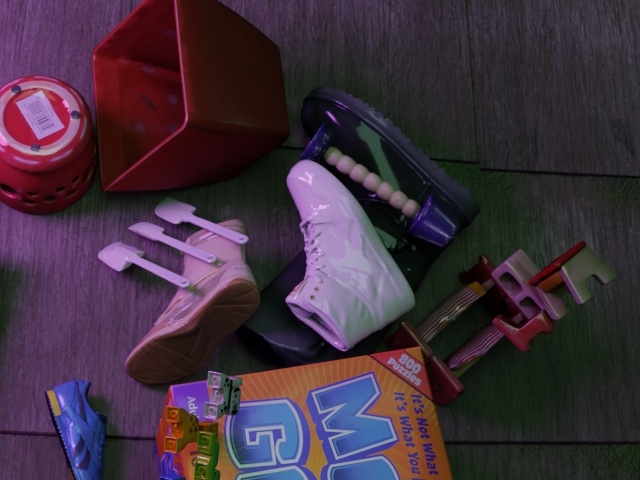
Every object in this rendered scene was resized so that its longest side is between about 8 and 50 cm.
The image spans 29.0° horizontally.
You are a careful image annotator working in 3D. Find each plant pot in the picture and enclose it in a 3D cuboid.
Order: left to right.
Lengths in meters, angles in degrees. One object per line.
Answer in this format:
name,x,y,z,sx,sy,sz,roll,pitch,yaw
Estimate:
plant pot,-0.459,-0.160,2.005,0.191,0.174,0.191,3,69,-8
plant pot,-0.203,-0.231,2.034,0.236,0.267,0.267,10,63,-38

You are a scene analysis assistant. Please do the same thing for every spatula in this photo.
spatula,-0.237,0.008,1.983,0.168,0.019,0.242,-38,39,-26

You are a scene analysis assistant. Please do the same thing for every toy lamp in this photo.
toy lamp,0.098,-0.083,1.988,0.275,0.080,0.080,35,66,-2

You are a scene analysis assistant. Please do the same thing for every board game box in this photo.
board game box,-0.025,0.393,1.764,0.356,0.356,0.356,-8,69,-14

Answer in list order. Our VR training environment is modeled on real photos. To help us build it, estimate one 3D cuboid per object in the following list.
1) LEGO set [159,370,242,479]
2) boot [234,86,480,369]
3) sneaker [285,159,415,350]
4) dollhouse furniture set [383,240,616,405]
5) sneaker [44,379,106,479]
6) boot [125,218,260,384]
LEGO set,-0.144,0.269,1.549,0.087,0.093,0.227,8,93,29
boot,0.002,0.001,2.057,0.367,0.146,0.445,37,71,7
sneaker,0.001,0.027,1.911,0.169,0.108,0.292,-33,86,-24
dollhouse furniture set,0.265,0.108,1.931,0.201,0.374,0.152,-38,84,-24
sneaker,-0.354,0.312,1.890,0.082,0.069,0.209,-15,72,-20
boot,-0.209,0.095,1.983,0.095,0.262,0.203,37,22,-29
